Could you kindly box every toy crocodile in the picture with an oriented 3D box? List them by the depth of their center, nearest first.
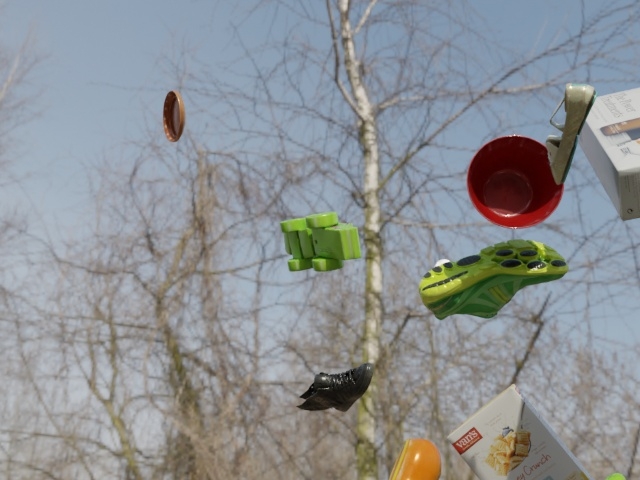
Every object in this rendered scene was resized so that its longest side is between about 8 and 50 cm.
[{"bbox_3d":[0.000,0.000,1.569,0.105,0.115,0.340,-13,4,-25],"label":"toy crocodile"}]

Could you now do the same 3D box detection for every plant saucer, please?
[{"bbox_3d":[-0.237,-0.202,1.222,0.013,0.084,0.083,-4,-22,-30],"label":"plant saucer"}]

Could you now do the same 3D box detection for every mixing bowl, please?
[{"bbox_3d":[0.369,-0.101,1.451,0.181,0.182,0.098,-1,-11,6],"label":"mixing bowl"}]

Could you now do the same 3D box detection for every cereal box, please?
[{"bbox_3d":[0.389,0.428,1.468,0.173,0.240,0.047,-43,-13,15],"label":"cereal box"}]

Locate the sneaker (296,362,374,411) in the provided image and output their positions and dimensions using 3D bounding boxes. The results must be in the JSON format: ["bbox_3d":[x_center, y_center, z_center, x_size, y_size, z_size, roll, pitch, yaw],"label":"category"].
[{"bbox_3d":[0.027,0.271,1.397,0.089,0.051,0.170,23,-48,-9],"label":"sneaker"}]

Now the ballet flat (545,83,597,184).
[{"bbox_3d":[0.371,-0.164,1.143,0.052,0.057,0.168,18,-52,13],"label":"ballet flat"}]

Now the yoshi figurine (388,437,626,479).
[{"bbox_3d":[0.233,0.313,0.737,0.362,0.203,0.203,21,-6,10],"label":"yoshi figurine"}]

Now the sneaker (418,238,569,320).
[{"bbox_3d":[0.349,0.084,1.519,0.295,0.109,0.123,-15,-53,12],"label":"sneaker"}]

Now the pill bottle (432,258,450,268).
[{"bbox_3d":[0.323,0.097,1.971,0.065,0.065,0.116,-1,-30,7],"label":"pill bottle"}]

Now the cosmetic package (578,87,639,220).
[{"bbox_3d":[0.612,-0.176,1.277,0.284,0.377,0.097,-10,-65,12],"label":"cosmetic package"}]
